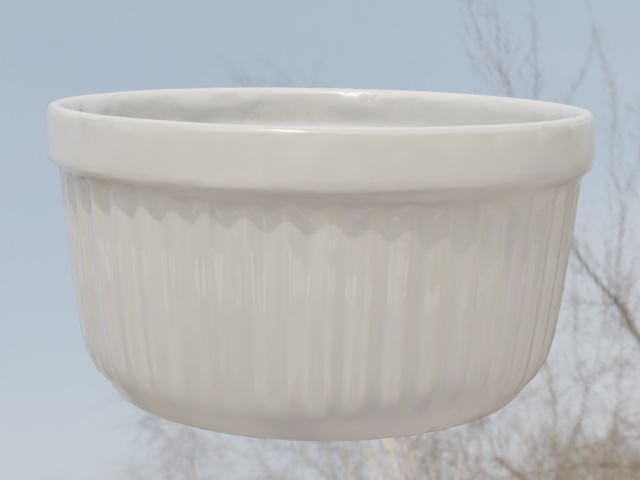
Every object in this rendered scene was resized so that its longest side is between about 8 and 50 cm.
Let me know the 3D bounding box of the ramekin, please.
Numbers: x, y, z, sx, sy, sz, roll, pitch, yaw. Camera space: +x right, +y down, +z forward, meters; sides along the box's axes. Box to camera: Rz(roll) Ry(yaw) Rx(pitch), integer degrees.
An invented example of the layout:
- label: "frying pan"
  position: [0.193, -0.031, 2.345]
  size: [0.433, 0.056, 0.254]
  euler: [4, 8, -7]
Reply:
- label: "ramekin"
  position: [0.000, 0.000, 0.464]
  size: [0.207, 0.109, 0.207]
  euler: [0, 11, 0]
